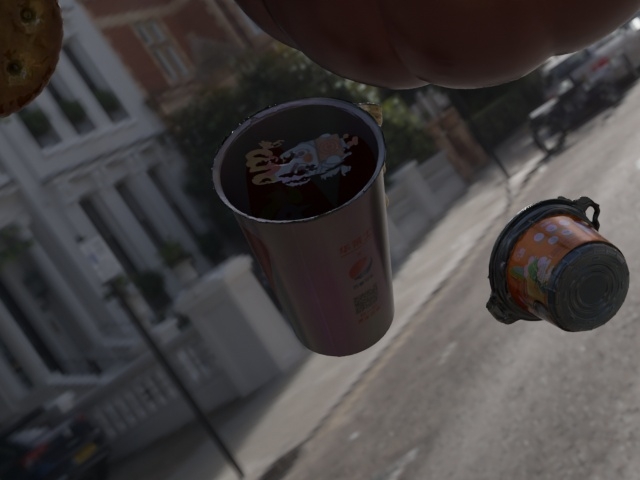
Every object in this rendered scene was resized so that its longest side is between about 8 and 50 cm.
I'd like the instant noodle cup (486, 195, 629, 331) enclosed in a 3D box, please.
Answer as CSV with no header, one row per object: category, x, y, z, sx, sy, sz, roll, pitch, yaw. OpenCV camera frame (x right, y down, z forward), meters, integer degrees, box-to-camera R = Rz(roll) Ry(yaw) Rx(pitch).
instant noodle cup,0.332,0.046,1.663,0.208,0.178,0.125,-62,30,7

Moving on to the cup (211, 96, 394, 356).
cup,0.000,0.000,1.465,0.203,0.203,0.288,-35,-41,-16

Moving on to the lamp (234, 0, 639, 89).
lamp,0.071,-0.224,0.672,0.303,0.303,0.257,-34,-42,-2

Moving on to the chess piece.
chess piece,0.069,-0.111,1.804,0.060,0.172,0.060,-3,-14,-1

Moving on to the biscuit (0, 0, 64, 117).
biscuit,-0.391,-0.239,1.374,0.220,0.220,0.066,-35,28,-30
